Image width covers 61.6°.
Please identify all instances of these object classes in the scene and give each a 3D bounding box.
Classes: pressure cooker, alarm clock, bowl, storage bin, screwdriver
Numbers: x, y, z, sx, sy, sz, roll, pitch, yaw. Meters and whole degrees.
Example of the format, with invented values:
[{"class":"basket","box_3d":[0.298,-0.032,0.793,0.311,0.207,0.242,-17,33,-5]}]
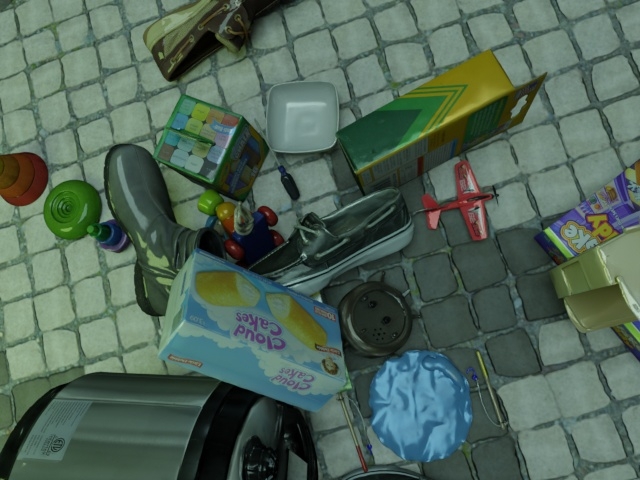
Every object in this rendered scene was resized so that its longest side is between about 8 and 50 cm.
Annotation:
[{"class":"pressure cooker","box_3d":[-0.214,0.392,0.809,0.419,0.375,0.370,-1,78,11]},{"class":"alarm clock","box_3d":[0.080,0.148,0.924,0.192,0.064,0.129,-39,85,-17]},{"class":"bowl","box_3d":[-0.030,-0.231,1.037,0.141,0.053,0.142,-1,80,10]},{"class":"storage bin","box_3d":[0.476,0.039,0.713,0.260,0.262,0.123,-16,78,8]},{"class":"screwdriver","box_3d":[-0.084,-0.151,1.007,0.024,0.025,0.170,-23,113,14]}]

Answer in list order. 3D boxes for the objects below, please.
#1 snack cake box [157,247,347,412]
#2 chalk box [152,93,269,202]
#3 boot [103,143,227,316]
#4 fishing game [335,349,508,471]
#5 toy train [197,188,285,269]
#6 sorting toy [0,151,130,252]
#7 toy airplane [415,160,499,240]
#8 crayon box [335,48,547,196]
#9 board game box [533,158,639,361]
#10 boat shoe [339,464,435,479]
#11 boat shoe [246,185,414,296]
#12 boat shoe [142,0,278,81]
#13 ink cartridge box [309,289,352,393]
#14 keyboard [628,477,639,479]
[{"class":"snack cake box","box_3d":[-0.095,0.137,0.805,0.264,0.152,0.089,27,120,-24]},{"class":"chalk box","box_3d":[-0.201,-0.170,0.976,0.132,0.213,0.132,24,86,13]},{"class":"boot","box_3d":[-0.252,-0.015,0.937,0.222,0.118,0.339,-1,108,45]},{"class":"fishing game","box_3d":[0.170,0.283,0.928,0.263,0.041,0.189,-20,78,-2]},{"class":"toy train","box_3d":[-0.158,-0.043,0.935,0.143,0.248,0.105,36,71,21]},{"class":"sorting toy","box_3d":[-0.547,-0.085,1.072,0.365,0.126,0.127,29,87,14]},{"class":"toy airplane","box_3d":[0.248,-0.063,0.972,0.151,0.028,0.151,-2,80,11]},{"class":"crayon box","box_3d":[0.196,-0.194,0.913,0.322,0.203,0.083,-27,77,5]},{"class":"board game box","box_3d":[0.562,0.055,0.870,0.233,0.078,0.347,-37,77,3]},{"class":"boat shoe","box_3d":[0.164,0.447,0.865,0.306,0.105,0.113,11,82,15]},{"class":"boat shoe","box_3d":[0.000,0.000,0.931,0.335,0.121,0.119,-26,121,-11]},{"class":"boat shoe","box_3d":[-0.186,-0.428,1.069,0.341,0.123,0.123,-25,86,9]},{"class":"ink cartridge box","box_3d":[-0.025,0.182,0.966,0.108,0.062,0.210,-18,79,6]},{"class":"keyboard","box_3d":[0.421,0.448,0.871,0.255,0.014,0.072,-17,74,7]}]
